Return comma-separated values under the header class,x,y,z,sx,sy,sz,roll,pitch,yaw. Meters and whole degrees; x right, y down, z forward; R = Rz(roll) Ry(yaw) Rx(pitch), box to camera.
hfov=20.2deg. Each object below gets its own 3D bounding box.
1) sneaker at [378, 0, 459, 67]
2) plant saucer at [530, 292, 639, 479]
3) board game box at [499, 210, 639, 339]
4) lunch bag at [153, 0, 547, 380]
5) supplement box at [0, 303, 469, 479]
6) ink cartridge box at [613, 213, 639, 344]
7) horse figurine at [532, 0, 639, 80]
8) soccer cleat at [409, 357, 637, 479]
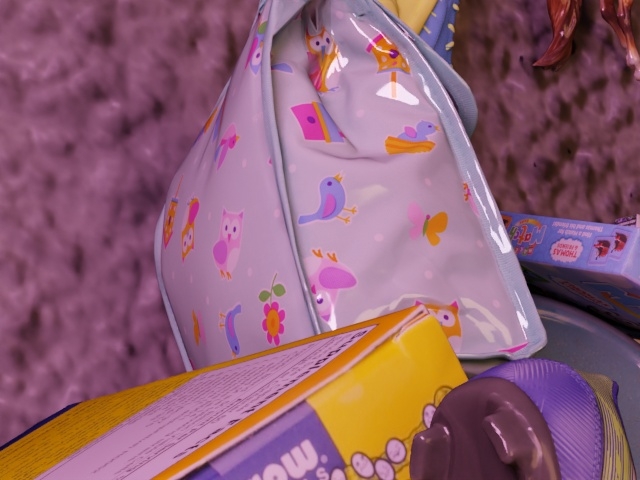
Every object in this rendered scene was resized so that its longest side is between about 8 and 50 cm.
class,x,y,z,sx,sy,sz,roll,pitch,yaw
sneaker,0.056,-0.150,1.270,0.240,0.091,0.126,-49,126,-34
plant saucer,0.137,0.154,1.170,0.318,0.043,0.317,9,52,-11
board game box,0.204,0.030,1.236,0.160,0.211,0.039,28,80,-27
lunch bag,0.000,0.000,1.055,0.160,0.223,0.262,-7,64,-23
supplement box,-0.071,0.187,0.903,0.194,0.356,0.195,-32,97,-36
ink cartridge box,0.254,0.043,1.384,0.063,0.029,0.115,19,69,-32
horse figurine,0.252,-0.230,1.432,0.263,0.066,0.174,-34,104,-39
soccer cleat,0.120,0.191,0.760,0.121,0.093,0.289,-7,84,-45
